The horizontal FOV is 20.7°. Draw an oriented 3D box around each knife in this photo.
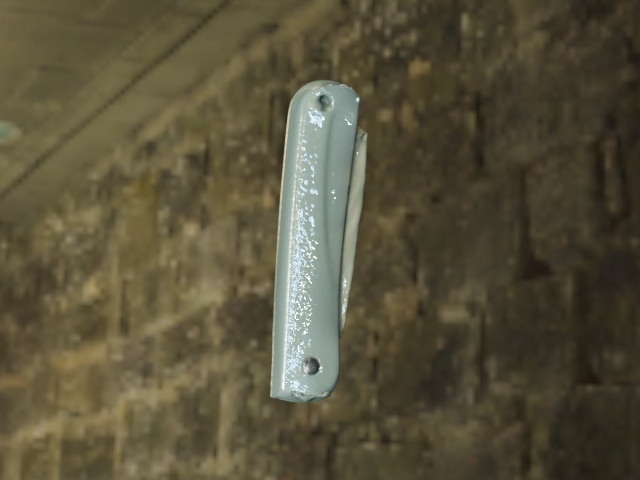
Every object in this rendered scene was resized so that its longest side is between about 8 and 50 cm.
[{"bbox_3d":[0.000,0.000,0.871,0.044,0.162,0.023,6,173,-21],"label":"knife"}]
